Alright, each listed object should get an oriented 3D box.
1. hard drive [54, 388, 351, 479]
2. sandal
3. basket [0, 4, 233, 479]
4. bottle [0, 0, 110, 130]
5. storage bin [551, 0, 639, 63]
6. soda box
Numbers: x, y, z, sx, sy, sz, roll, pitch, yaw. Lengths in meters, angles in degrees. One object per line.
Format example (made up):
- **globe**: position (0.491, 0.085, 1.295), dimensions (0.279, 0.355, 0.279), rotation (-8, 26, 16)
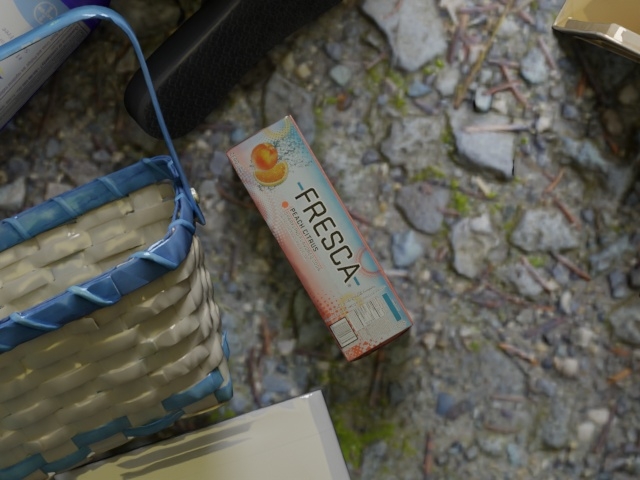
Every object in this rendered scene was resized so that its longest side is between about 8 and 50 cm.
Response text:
- **hard drive**: position (-0.050, 0.295, 1.053), dimensions (0.210, 0.040, 0.318), rotation (-18, 87, 1)
- **sandal**: position (-0.053, -0.184, 1.056), dimensions (0.254, 0.097, 0.054), rotation (-41, 60, -2)
- **basket**: position (-0.203, 0.010, 0.975), dimensions (0.255, 0.201, 0.289), rotation (-21, 118, -1)
- **bottle**: position (-0.286, -0.120, 1.052), dimensions (0.118, 0.092, 0.283), rotation (43, 89, 2)
- **storage bin**: position (0.284, -0.228, 0.941), dimensions (0.123, 0.260, 0.262), rotation (28, 100, -2)
- **soda box**: position (0.000, 0.000, 1.055), dimensions (0.058, 0.063, 0.183), rotation (-30, 88, -1)
